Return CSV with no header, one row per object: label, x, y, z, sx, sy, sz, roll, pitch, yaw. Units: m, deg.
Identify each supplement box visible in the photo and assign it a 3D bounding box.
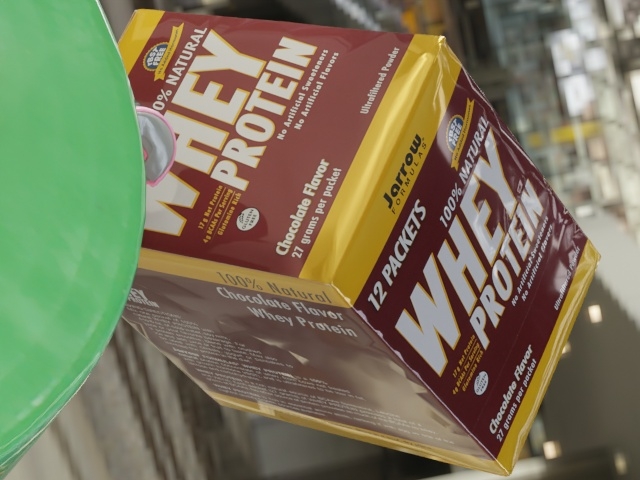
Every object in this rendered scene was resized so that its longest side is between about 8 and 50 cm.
supplement box,0.000,0.000,0.941,0.194,0.191,0.129,47,61,-46

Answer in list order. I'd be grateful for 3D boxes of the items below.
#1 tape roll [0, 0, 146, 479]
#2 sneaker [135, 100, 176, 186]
tape roll,-0.190,-0.050,0.384,0.077,0.321,0.321,-48,-143,32
sneaker,-0.120,-0.025,0.849,0.047,0.119,0.057,61,-2,-29
